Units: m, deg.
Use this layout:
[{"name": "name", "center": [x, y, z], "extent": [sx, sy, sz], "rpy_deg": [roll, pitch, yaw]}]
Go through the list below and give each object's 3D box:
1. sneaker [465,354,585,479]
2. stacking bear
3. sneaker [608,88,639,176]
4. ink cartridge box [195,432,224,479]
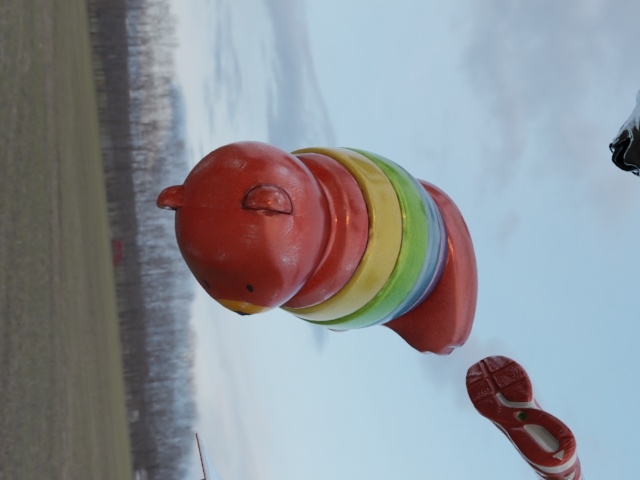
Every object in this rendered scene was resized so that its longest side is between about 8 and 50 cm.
[{"name": "sneaker", "center": [0.261, 0.251, 1.003], "extent": [0.221, 0.087, 0.128], "rpy_deg": [-114, 179, -62]}, {"name": "stacking bear", "center": [0.000, 0.000, 0.625], "extent": [0.175, 0.289, 0.164], "rpy_deg": [10, -92, 32]}, {"name": "sneaker", "center": [0.463, -0.155, 1.094], "extent": [0.109, 0.286, 0.130], "rpy_deg": [44, -68, 9]}, {"name": "ink cartridge box", "center": [-0.124, 0.419, 0.977], "extent": [0.238, 0.060, 0.275], "rpy_deg": [74, -5, -46]}]
